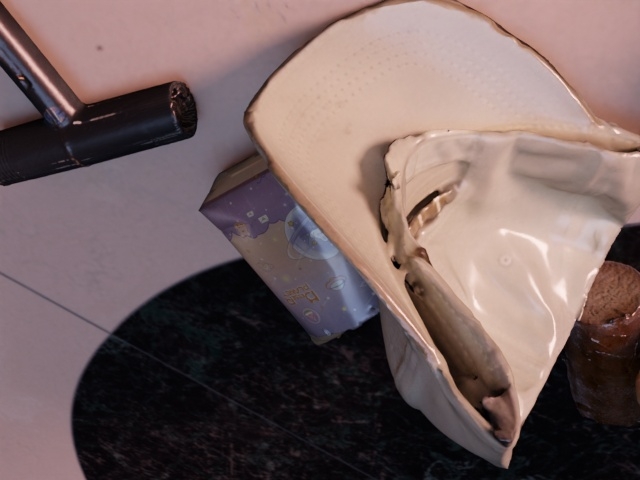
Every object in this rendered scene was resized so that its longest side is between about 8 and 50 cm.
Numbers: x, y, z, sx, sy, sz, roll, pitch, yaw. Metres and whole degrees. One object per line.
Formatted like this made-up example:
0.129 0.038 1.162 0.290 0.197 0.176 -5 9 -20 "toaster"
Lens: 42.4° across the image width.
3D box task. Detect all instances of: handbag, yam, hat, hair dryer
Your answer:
0.000 0.000 0.655 0.117 0.095 0.173 -23 116 31 "handbag"
0.245 0.092 0.699 0.079 0.079 0.141 -8 128 16 "yam"
0.076 -0.009 0.571 0.301 0.258 0.168 41 151 -3 "hat"
-0.202 -0.139 0.595 0.173 0.050 0.195 -12 125 15 "hair dryer"

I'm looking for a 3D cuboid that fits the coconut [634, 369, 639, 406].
0.360 0.127 0.623 0.233 0.224 0.224 1 132 -7 "coconut"
